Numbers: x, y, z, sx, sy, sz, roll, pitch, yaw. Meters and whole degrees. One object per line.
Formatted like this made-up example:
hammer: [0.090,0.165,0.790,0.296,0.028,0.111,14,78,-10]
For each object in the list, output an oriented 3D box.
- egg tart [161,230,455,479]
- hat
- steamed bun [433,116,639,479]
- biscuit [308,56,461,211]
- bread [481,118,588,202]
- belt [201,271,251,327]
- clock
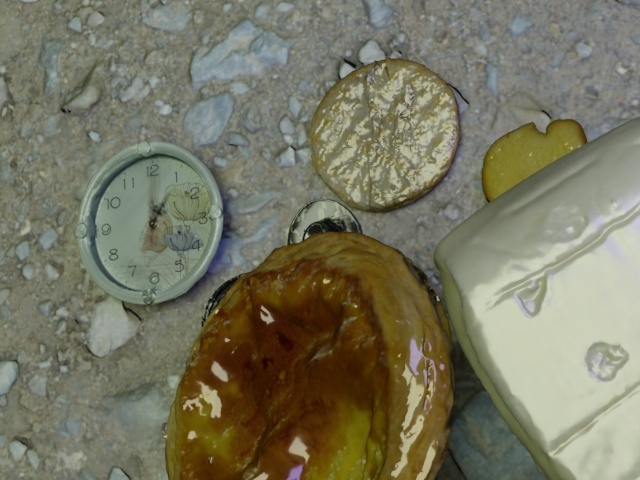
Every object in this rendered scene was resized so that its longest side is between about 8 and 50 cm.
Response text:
egg tart: [0.001,0.206,1.443,0.443,0.178,0.443,-21,57,37]
hat: [0.000,0.000,1.650,0.121,0.050,0.121,-3,81,17]
steamed bun: [0.376,0.115,1.375,0.371,0.290,0.456,-31,77,6]
biscuit: [0.086,-0.145,1.657,0.220,0.033,0.220,-3,80,19]
bread: [0.282,-0.060,1.562,0.149,0.065,0.188,-2,82,30]
belt: [-0.055,0.111,1.632,0.198,0.078,0.151,5,90,19]
clock: [-0.238,-0.022,1.736,0.236,0.053,0.236,-4,79,21]
